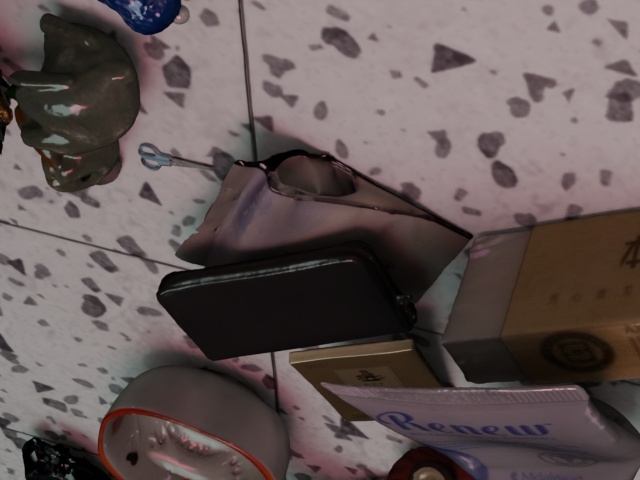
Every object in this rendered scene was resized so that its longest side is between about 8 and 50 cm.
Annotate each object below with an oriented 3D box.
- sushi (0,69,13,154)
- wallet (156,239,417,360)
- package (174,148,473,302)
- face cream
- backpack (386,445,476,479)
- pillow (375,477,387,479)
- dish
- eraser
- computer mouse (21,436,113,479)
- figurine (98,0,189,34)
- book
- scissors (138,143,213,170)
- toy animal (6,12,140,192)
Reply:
[{"bbox_3d":[-0.329,-0.163,1.303,0.026,0.126,0.120,-27,126,14],"label":"sushi"},{"bbox_3d":[-0.034,0.061,1.372,0.250,0.044,0.149,-11,140,24],"label":"wallet"},{"bbox_3d":[0.000,0.000,1.367,0.251,0.062,0.204,18,144,-14],"label":"package"},{"bbox_3d":[0.195,0.183,1.309,0.235,0.137,0.420,-1,161,27],"label":"face cream"},{"bbox_3d":[0.187,0.342,1.613,0.229,0.139,0.229,14,124,21],"label":"backpack"},{"bbox_3d":[-0.011,0.391,1.706,0.067,0.270,0.173,43,140,42],"label":"pillow"},{"bbox_3d":[-0.146,0.243,1.680,0.256,0.117,0.256,15,143,12],"label":"dish"},{"bbox_3d":[0.281,0.045,1.191,0.343,0.144,0.078,-9,133,35],"label":"eraser"},{"bbox_3d":[-0.355,0.364,1.970,0.147,0.077,0.241,0,133,28],"label":"computer mouse"},{"bbox_3d":[-0.213,-0.259,1.109,0.262,0.120,0.164,32,138,-14],"label":"figurine"},{"bbox_3d":[0.061,0.156,1.478,0.139,0.016,0.198,-8,152,17],"label":"book"},{"bbox_3d":[-0.148,-0.081,1.382,0.083,0.006,0.036,11,139,17],"label":"scissors"},{"bbox_3d":[-0.233,-0.104,1.317,0.138,0.108,0.236,13,142,13],"label":"toy animal"}]
